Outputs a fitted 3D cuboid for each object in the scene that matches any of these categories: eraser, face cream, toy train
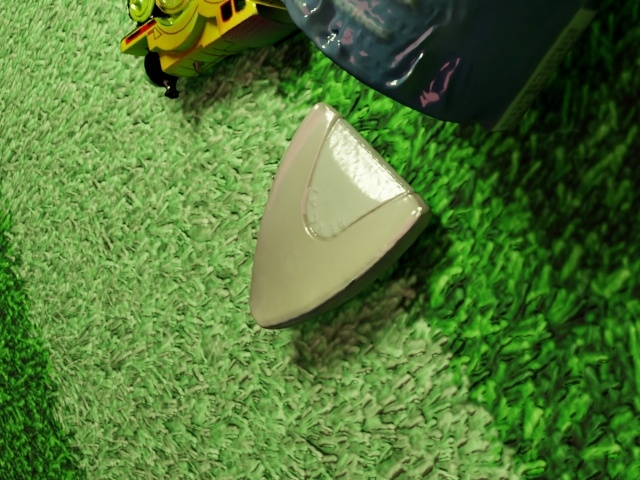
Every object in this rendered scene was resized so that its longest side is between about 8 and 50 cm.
[{"bbox_3d":[0.001,0.000,1.007,0.204,0.059,0.243,51,120,35],"label":"eraser"},{"bbox_3d":[0.117,-0.239,0.760,0.249,0.249,0.225,51,125,35],"label":"face cream"},{"bbox_3d":[-0.142,-0.285,1.145,0.296,0.100,0.160,-18,77,45],"label":"toy train"}]
